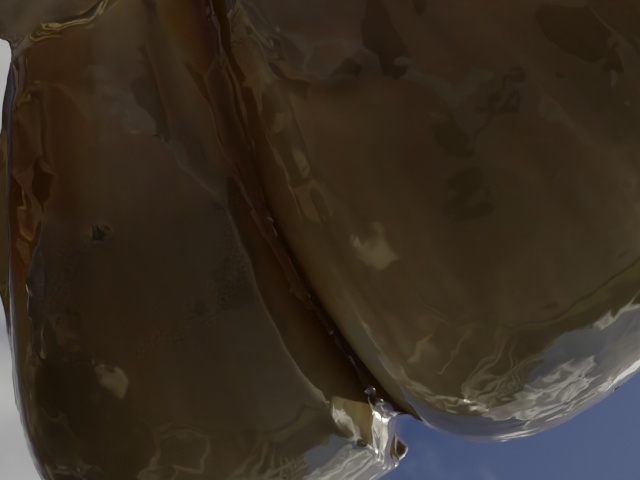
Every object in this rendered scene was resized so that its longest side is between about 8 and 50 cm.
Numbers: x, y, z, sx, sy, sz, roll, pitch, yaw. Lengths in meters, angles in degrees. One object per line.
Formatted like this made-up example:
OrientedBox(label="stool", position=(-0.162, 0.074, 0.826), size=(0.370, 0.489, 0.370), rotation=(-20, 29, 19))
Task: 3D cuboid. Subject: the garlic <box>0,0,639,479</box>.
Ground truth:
OrientedBox(label="garlic", position=(0.000, 0.000, 0.634), size=(0.286, 0.249, 0.313), rotation=(-29, -46, -11))
